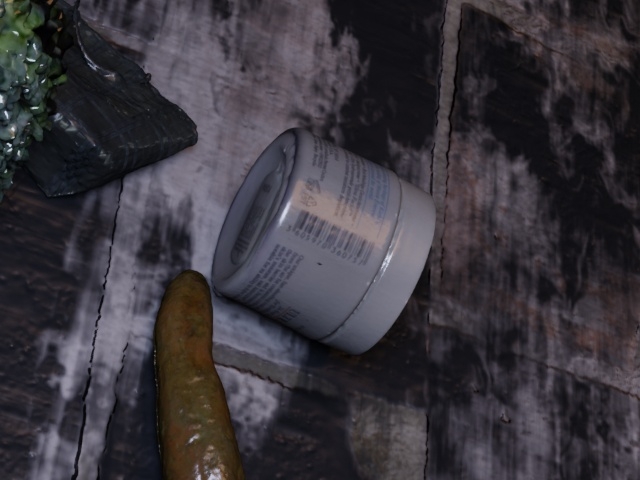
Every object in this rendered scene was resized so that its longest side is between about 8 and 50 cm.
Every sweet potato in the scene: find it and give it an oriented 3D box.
[{"bbox_3d":[-0.115,0.138,1.373,0.075,0.075,0.273,8,54,-29],"label":"sweet potato"}]

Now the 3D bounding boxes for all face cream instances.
[{"bbox_3d":[0.000,0.000,1.455,0.153,0.177,0.177,25,52,-16],"label":"face cream"}]

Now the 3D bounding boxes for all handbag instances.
[{"bbox_3d":[-0.249,-0.159,1.462,0.270,0.089,0.175,46,40,-1],"label":"handbag"}]

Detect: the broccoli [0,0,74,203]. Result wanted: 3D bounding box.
[{"bbox_3d":[-0.376,-0.127,1.246,0.348,0.293,0.281,-37,91,-3],"label":"broccoli"}]
